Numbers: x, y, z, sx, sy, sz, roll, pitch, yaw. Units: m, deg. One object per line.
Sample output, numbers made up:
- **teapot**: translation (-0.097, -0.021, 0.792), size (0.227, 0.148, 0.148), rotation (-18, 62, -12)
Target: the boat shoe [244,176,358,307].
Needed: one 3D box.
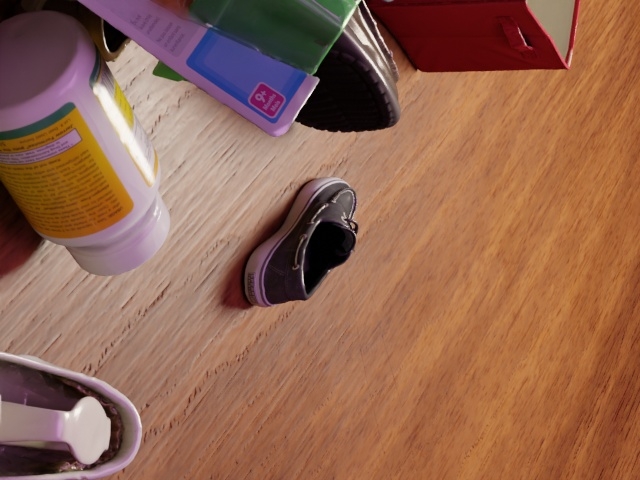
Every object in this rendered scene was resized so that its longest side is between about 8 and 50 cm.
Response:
- **boat shoe**: translation (0.000, 0.000, 1.988), size (0.228, 0.076, 0.080), rotation (-44, 131, -56)

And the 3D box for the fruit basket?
- **fruit basket**: translation (-0.110, -0.279, 1.497), size (0.353, 0.165, 0.327), rotation (38, 45, -9)

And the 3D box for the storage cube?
- **storage cube**: translation (0.186, -0.317, 2.235), size (0.183, 0.193, 0.215), rotation (41, 54, -59)

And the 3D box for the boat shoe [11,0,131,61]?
- **boat shoe**: translation (-0.157, -0.222, 1.611), size (0.257, 0.095, 0.095), rotation (-64, 146, -42)

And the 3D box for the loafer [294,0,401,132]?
- **loafer**: translation (-0.008, -0.234, 1.887), size (0.366, 0.134, 0.130), rotation (55, 42, -51)

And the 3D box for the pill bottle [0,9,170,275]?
- **pill bottle**: translation (-0.195, -0.069, 1.514), size (0.208, 0.117, 0.117), rotation (63, 37, -46)

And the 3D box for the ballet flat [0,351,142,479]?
- **ballet flat**: translation (-0.255, 0.122, 1.381), size (0.400, 0.139, 0.139), rotation (17, 76, -64)
